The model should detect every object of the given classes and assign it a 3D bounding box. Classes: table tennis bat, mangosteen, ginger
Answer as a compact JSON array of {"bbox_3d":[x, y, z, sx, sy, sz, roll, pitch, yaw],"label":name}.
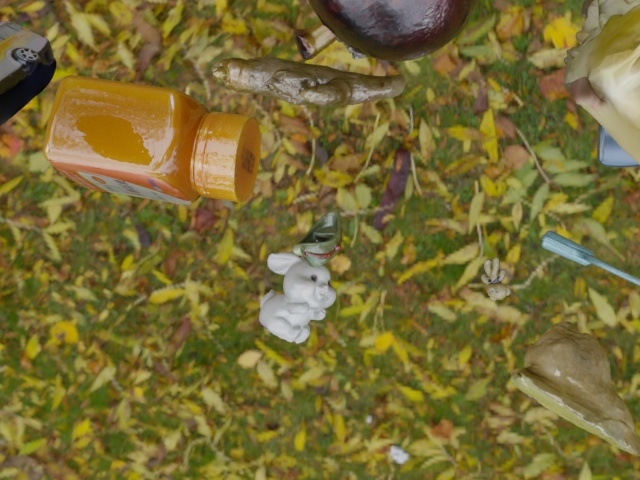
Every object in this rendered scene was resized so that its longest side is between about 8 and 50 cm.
[{"bbox_3d":[0.564,0.046,1.924,0.244,0.153,0.040,27,96,14],"label":"table tennis bat"},{"bbox_3d":[0.061,-0.297,1.080,0.235,0.236,0.261,36,132,-14],"label":"mangosteen"},{"bbox_3d":[0.348,0.190,1.211,0.193,0.123,0.115,37,162,3],"label":"ginger"},{"bbox_3d":[-0.031,-0.273,1.659,0.333,0.166,0.080,16,120,21],"label":"ginger"}]

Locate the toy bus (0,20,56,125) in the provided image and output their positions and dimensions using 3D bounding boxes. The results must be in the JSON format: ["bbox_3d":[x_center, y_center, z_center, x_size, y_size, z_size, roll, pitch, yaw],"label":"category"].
[{"bbox_3d":[-0.317,-0.148,0.886,0.072,0.172,0.057,29,127,-1],"label":"toy bus"}]

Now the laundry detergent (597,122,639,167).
[{"bbox_3d":[0.580,-0.173,1.611,0.206,0.061,0.097,0,97,13],"label":"laundry detergent"}]

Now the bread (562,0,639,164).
[{"bbox_3d":[0.306,-0.111,0.563,0.270,0.316,0.211,43,125,-3],"label":"bread"}]

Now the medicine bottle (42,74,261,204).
[{"bbox_3d":[-0.190,-0.110,1.105,0.222,0.149,0.112,9,80,11],"label":"medicine bottle"}]

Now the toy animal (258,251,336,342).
[{"bbox_3d":[-0.063,0.130,2.203,0.127,0.178,0.193,17,95,-44],"label":"toy animal"}]

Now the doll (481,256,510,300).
[{"bbox_3d":[0.400,0.089,2.165,0.061,0.093,0.051,-17,150,34],"label":"doll"}]

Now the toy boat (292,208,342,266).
[{"bbox_3d":[0.000,0.001,1.955,0.089,0.185,0.071,1,118,30],"label":"toy boat"}]
